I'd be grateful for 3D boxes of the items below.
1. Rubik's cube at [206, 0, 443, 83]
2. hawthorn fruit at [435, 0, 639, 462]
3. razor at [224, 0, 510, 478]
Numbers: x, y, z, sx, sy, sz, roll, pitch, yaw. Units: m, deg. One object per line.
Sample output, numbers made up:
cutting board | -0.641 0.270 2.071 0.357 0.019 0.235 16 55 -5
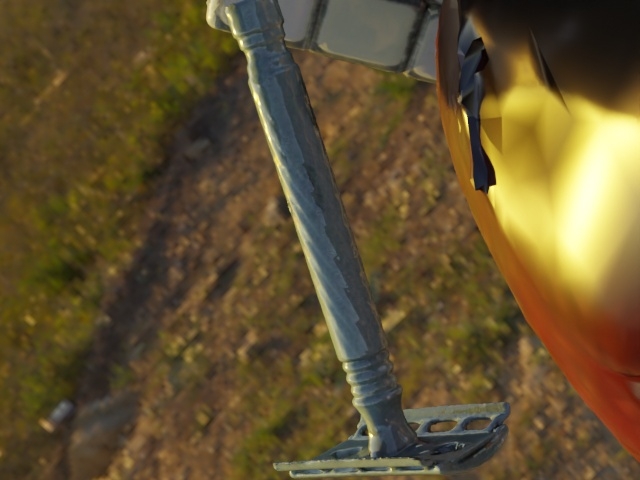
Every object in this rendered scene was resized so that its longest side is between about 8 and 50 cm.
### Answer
Rubik's cube | 0.088 -0.264 0.926 0.253 0.259 0.256 106 177 -50
hawthorn fruit | 0.179 -0.039 0.405 0.316 0.316 0.316 -28 36 22
razor | 0.000 0.000 0.727 0.068 0.232 0.106 -24 8 -41
